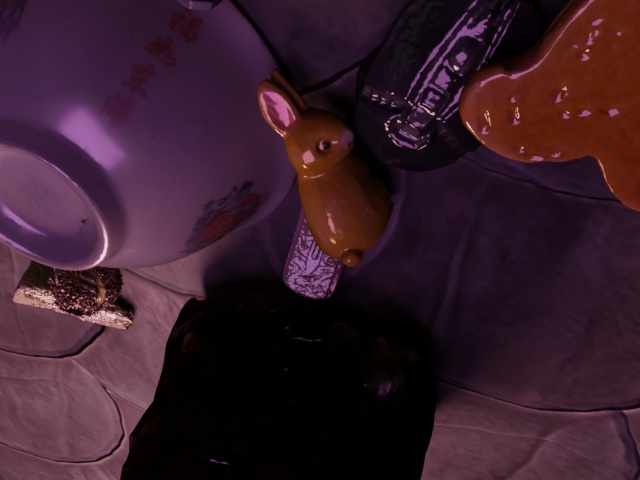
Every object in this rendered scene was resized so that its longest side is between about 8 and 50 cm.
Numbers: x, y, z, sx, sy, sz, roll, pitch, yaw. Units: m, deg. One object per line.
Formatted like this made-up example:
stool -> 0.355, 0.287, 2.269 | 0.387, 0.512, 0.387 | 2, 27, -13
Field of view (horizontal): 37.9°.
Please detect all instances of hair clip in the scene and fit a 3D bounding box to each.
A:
hair clip -> 0.000, -0.001, 0.855 | 0.054, 0.022, 0.137 | 20, 131, 7

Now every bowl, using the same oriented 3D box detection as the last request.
bowl -> -0.202, -0.078, 0.778 | 0.345, 0.157, 0.346 | 15, 139, 14

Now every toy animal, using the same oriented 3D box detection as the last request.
toy animal -> 0.001, -0.063, 0.739 | 0.070, 0.083, 0.159 | -15, 119, 22

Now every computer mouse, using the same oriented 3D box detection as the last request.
computer mouse -> 0.081, -0.107, 0.666 | 0.105, 0.062, 0.192 | 31, 142, -6

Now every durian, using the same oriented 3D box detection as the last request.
durian -> -0.253, 0.040, 1.005 | 0.080, 0.091, 0.080 | -9, 125, -14

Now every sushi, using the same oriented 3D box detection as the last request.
sushi -> -0.043, 0.227, 0.918 | 0.299, 0.294, 0.281 | -5, 132, 31

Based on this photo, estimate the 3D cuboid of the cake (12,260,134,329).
cake -> -0.281, 0.062, 1.081 | 0.140, 0.055, 0.051 | 19, 143, -19

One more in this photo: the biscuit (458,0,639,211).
biscuit -> 0.240, -0.151, 0.531 | 0.216, 0.047, 0.340 | 21, 134, -7

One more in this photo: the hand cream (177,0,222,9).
hand cream -> -0.054, -0.261, 0.586 | 0.088, 0.055, 0.256 | 23, 134, -3
